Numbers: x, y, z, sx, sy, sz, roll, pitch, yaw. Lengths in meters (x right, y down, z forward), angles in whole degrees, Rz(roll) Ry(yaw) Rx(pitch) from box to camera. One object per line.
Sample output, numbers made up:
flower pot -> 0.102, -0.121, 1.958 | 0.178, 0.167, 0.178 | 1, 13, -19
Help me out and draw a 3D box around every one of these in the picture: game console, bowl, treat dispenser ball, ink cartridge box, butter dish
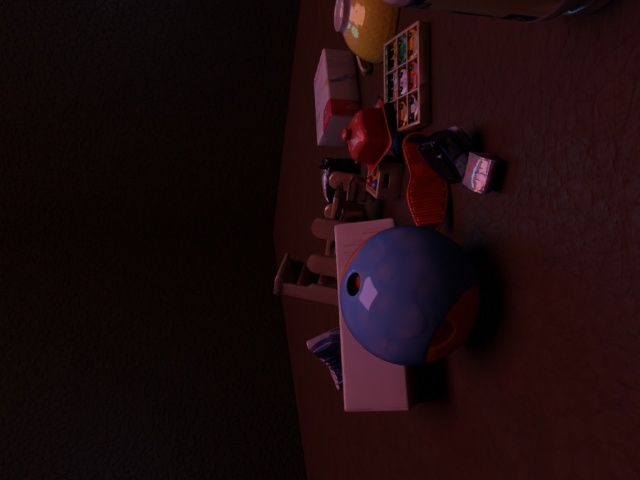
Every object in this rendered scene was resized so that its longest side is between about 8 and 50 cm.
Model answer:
game console -> 0.201, -0.316, 1.507 | 0.071, 0.107, 0.122 | -40, -35, -52
bowl -> 0.132, -0.723, 1.653 | 0.289, 0.156, 0.290 | -179, 90, -78
treat dispenser ball -> 0.182, 0.112, 1.074 | 0.288, 0.288, 0.288 | -179, 90, -77
ink cartridge box -> 0.060, -0.553, 2.020 | 0.226, 0.131, 0.306 | 120, 150, -67
butter dish -> 0.116, -0.292, 1.447 | 0.160, 0.118, 0.160 | 126, 140, -58

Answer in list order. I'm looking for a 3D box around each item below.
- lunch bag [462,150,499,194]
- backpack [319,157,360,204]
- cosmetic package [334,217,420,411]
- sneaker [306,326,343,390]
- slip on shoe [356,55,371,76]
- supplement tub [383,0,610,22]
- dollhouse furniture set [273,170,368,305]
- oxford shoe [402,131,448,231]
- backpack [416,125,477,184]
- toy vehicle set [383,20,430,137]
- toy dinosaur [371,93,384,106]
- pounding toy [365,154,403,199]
lunch bag -> 0.319, -0.132, 1.018 | 0.083, 0.053, 0.071 | -96, 13, -71
backpack -> 0.074, -0.220, 1.963 | 0.115, 0.151, 0.182 | -72, -17, -78
cosmetic package -> 0.148, 0.194, 1.333 | 0.230, 0.161, 0.454 | 36, -130, -70
sneaker -> 0.074, 0.425, 1.829 | 0.182, 0.127, 0.315 | 67, -171, 26
slip on shoe -> 0.152, -0.637, 1.814 | 0.041, 0.051, 0.135 | 90, 169, -67
supplement tub -> 0.250, -0.435, 0.713 | 0.235, 0.324, 0.236 | -179, 90, -77
dollhouse furniture set -> 0.000, 0.000, 1.737 | 0.362, 0.256, 0.394 | -73, -7, -58
oxford shoe -> 0.255, -0.130, 1.265 | 0.098, 0.096, 0.272 | 71, -164, -64
backpack -> 0.279, -0.182, 1.096 | 0.114, 0.084, 0.105 | 51, 175, -10
toy vehicle set -> 0.229, -0.425, 1.389 | 0.166, 0.035, 0.267 | 173, 97, -64
toy dinosaur -> 0.191, -0.424, 1.641 | 0.082, 0.047, 0.090 | 78, 170, -46
pounding toy -> 0.175, -0.208, 1.550 | 0.130, 0.100, 0.141 | -122, 35, -67
